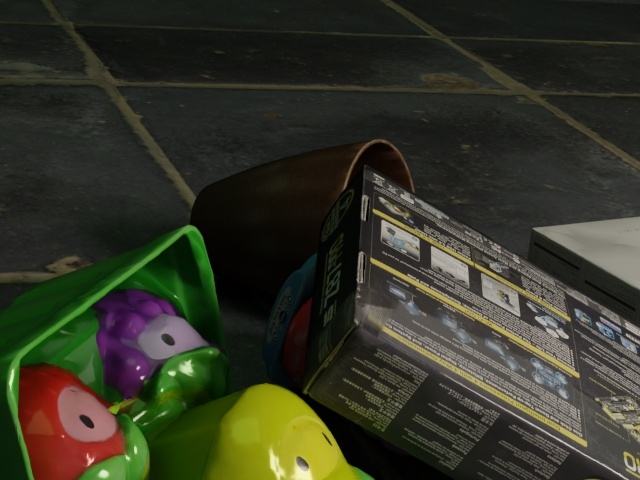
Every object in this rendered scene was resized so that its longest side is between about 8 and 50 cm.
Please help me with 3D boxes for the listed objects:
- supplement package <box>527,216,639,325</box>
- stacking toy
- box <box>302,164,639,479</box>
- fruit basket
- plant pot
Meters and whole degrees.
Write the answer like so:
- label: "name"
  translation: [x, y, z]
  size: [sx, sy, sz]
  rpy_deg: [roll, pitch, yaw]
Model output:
- label: "supplement package"
  translation: [0.397, 0.075, 1.786]
  size: [0.262, 0.145, 0.204]
  rpy_deg: [-6, 24, -30]
- label: "stacking toy"
  translation: [0.087, 0.150, 1.527]
  size: [0.166, 0.175, 0.302]
  rpy_deg: [-3, 36, -37]
- label: "box"
  translation: [0.179, 0.118, 1.418]
  size: [0.395, 0.097, 0.318]
  rpy_deg: [30, 24, -12]
- label: "fruit basket"
  translation: [-0.124, 0.165, 1.263]
  size: [0.392, 0.283, 0.392]
  rpy_deg: [-10, 15, 3]
- label: "plant pot"
  translation: [-0.032, -0.011, 1.828]
  size: [0.230, 0.215, 0.215]
  rpy_deg: [1, 16, 27]
